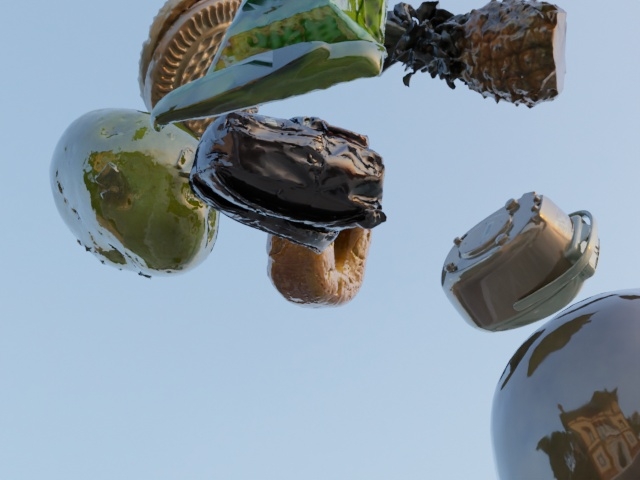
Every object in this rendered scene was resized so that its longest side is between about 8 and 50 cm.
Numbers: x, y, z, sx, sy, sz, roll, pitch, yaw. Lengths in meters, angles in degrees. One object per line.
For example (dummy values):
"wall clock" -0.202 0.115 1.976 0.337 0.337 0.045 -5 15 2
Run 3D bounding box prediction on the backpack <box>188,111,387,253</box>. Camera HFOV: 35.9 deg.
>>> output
"backpack" -0.030 -0.061 0.881 0.165 0.106 0.120 22 -22 -26

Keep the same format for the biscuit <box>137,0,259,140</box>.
"biscuit" -0.163 -0.257 1.451 0.259 0.079 0.259 -34 -39 -33

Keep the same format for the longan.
"longan" 0.161 0.108 0.432 0.167 0.187 0.167 -34 -6 -4

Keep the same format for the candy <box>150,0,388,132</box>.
"candy" -0.004 -0.146 0.639 0.149 0.246 0.069 -13 -51 28

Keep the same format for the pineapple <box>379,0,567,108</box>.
"pineapple" 0.162 -0.225 1.157 0.248 0.128 0.128 9 -45 22

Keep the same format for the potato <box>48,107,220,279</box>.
"potato" -0.201 -0.053 1.087 0.148 0.253 0.186 -28 -44 -27

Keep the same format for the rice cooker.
"rice cooker" 0.241 0.028 1.211 0.127 0.145 0.206 41 -50 -13

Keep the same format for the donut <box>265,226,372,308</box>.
"donut" -0.001 0.001 1.572 0.113 0.226 0.227 8 -42 28
